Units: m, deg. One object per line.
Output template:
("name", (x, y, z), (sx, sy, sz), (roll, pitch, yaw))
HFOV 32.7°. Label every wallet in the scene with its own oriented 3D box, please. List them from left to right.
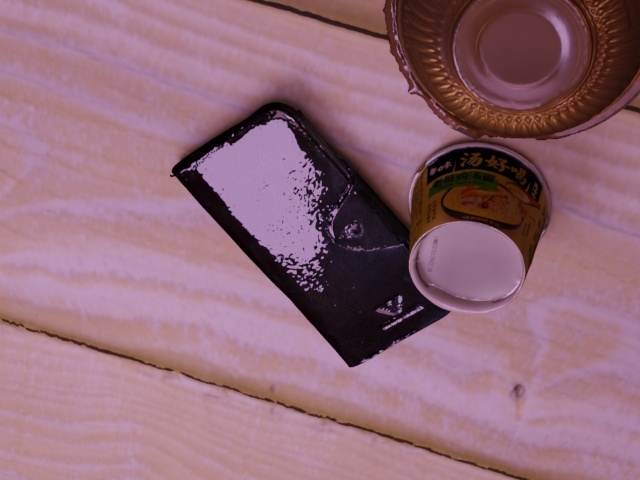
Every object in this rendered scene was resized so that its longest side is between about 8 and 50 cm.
("wallet", (0.000, 0.000, 1.182), (0.172, 0.045, 0.318), (-30, 113, 28))

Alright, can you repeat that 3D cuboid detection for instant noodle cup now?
("instant noodle cup", (0.155, -0.007, 1.095), (0.151, 0.122, 0.151), (6, 125, 9))
("instant noodle cup", (0.185, -0.192, 0.992), (0.274, 0.090, 0.274), (6, 123, 9))
